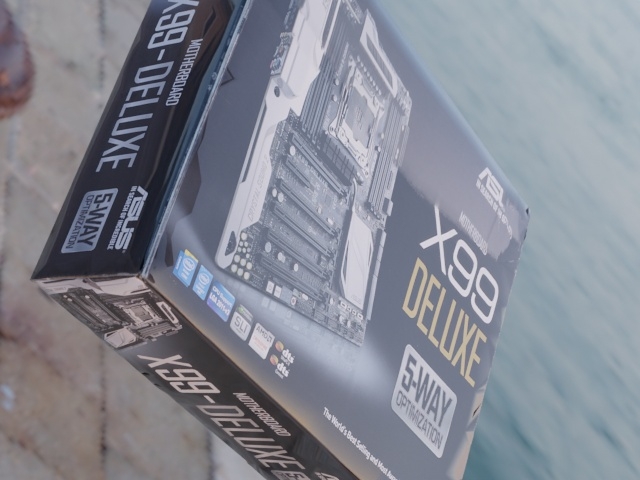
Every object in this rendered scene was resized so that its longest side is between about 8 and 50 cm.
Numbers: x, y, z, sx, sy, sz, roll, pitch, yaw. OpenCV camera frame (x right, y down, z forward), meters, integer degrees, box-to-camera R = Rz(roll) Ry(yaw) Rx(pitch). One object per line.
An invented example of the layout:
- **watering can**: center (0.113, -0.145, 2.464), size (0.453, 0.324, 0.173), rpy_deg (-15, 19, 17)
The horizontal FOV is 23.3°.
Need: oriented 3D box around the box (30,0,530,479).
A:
- **box**: center (0.000, 0.000, 0.862), size (0.307, 0.076, 0.242), rpy_deg (49, 50, -42)
